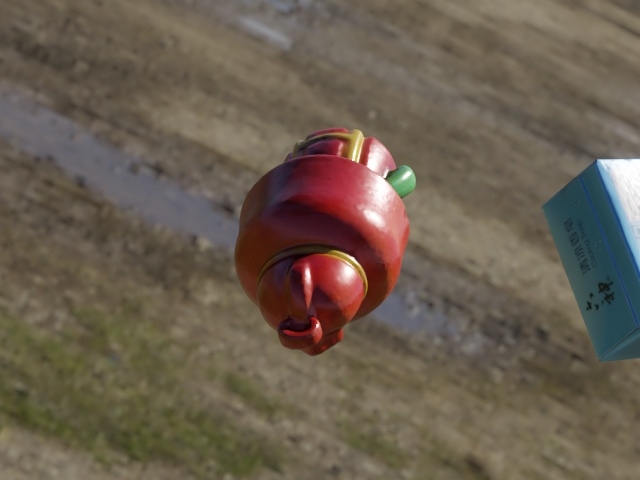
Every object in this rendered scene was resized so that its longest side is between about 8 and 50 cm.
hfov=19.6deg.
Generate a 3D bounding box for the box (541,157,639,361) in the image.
[{"bbox_3d":[0.307,0.012,1.509,0.232,0.083,0.143,-2,64,-36],"label":"box"}]

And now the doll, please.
[{"bbox_3d":[0.000,0.001,1.949,0.182,0.160,0.363,-5,34,11],"label":"doll"}]
